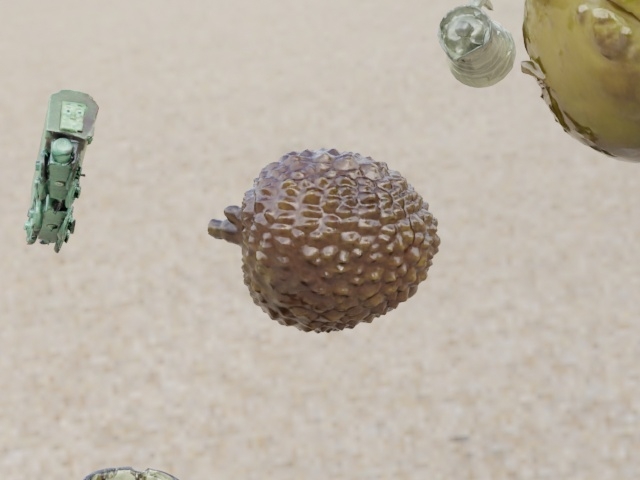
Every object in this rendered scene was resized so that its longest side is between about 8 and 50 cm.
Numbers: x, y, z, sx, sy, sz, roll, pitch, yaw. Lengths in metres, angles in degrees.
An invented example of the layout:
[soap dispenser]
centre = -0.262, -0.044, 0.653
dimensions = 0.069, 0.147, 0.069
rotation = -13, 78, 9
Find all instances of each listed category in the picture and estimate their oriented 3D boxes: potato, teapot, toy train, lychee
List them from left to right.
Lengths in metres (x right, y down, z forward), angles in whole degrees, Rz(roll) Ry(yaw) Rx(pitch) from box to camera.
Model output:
[toy train]
centre = -0.191, -0.045, 1.335
dimensions = 0.038, 0.071, 0.148
rotation = 12, -31, -9
[lychee]
centre = 0.000, 0.000, 1.829
dimensions = 0.238, 0.200, 0.200
rotation = 5, 13, 13
[teapot]
centre = 0.121, -0.159, 1.438
dimensions = 0.057, 0.067, 0.083
rotation = 14, -2, 16
[potato]
centre = 0.291, -0.145, 1.319
dimensions = 0.299, 0.196, 0.246
rotation = 9, -10, 15

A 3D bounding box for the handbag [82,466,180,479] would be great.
[handbag]
centre = -0.212, 0.442, 1.902
dimensions = 0.160, 0.358, 0.237
rotation = 3, 32, -27
